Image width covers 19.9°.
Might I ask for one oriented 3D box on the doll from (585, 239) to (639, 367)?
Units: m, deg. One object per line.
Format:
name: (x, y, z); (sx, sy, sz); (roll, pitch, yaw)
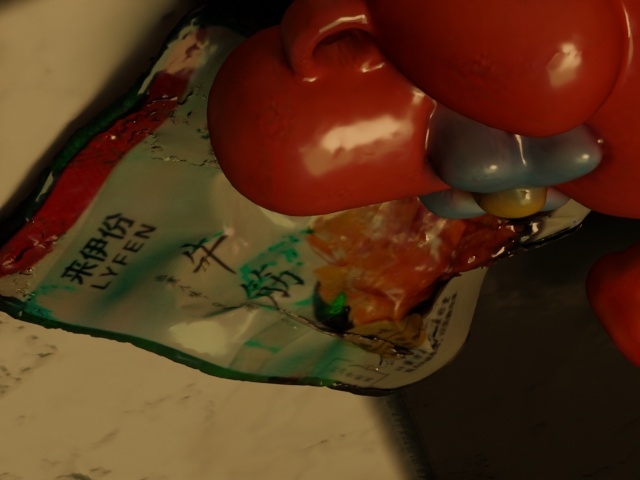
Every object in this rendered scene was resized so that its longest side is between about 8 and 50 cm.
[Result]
doll: (0.269, -0.042, 0.721); (0.336, 0.105, 0.200); (-33, 153, 16)

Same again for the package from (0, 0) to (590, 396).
package: (0.000, 0.000, 0.691); (0.232, 0.040, 0.166); (17, 129, -41)

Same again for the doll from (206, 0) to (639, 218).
doll: (0.106, -0.076, 0.570); (0.290, 0.130, 0.161); (-14, 150, -16)
